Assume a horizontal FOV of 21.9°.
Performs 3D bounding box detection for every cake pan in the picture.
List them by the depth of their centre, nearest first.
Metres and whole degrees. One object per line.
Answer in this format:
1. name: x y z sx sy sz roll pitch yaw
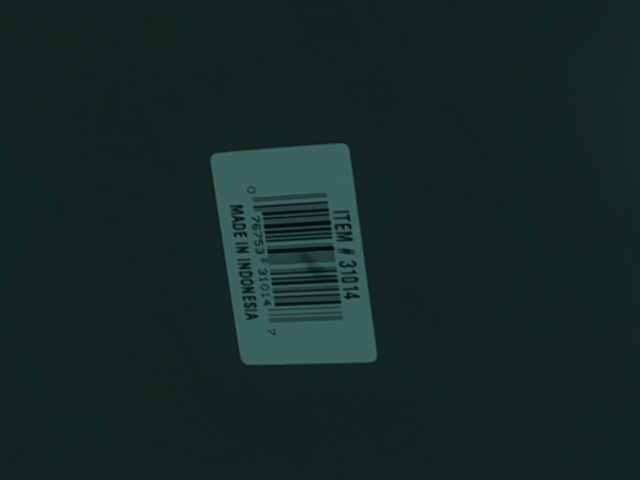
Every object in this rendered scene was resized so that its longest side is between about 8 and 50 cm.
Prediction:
1. cake pan: 0.000 0.000 0.389 0.293 0.054 0.293 5 105 21
